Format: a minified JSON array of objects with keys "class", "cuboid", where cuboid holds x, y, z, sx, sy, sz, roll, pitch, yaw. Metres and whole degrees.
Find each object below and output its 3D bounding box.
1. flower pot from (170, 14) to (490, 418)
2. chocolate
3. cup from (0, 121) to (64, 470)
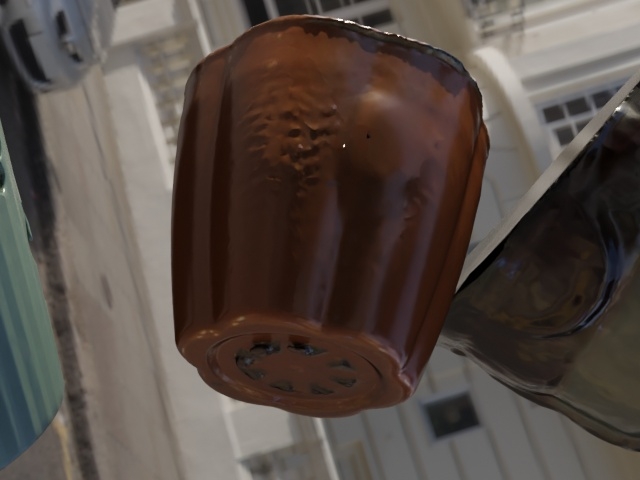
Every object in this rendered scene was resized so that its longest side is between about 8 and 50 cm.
[{"class":"flower pot","cuboid":[0.000,0.000,0.597,0.191,0.190,0.173,78,18,-60]},{"class":"chocolate","cuboid":[0.217,0.019,0.703,0.186,0.283,0.283,43,-6,5]},{"class":"cup","cuboid":[-0.386,0.003,0.751,0.401,0.310,0.392,-54,135,-59]}]
